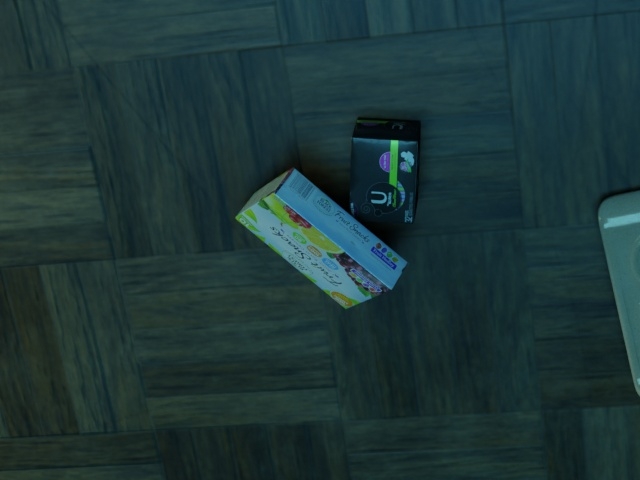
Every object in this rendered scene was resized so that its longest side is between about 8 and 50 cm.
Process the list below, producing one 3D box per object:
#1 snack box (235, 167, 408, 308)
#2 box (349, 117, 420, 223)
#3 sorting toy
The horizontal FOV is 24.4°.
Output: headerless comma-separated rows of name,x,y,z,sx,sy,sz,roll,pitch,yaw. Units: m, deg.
snack box,0.000,0.000,1.371,0.141,0.037,0.100,40,156,-11
box,0.059,-0.064,1.352,0.062,0.052,0.083,3,117,6
sorting toy,0.370,0.038,1.368,0.193,0.038,0.208,-11,109,13
